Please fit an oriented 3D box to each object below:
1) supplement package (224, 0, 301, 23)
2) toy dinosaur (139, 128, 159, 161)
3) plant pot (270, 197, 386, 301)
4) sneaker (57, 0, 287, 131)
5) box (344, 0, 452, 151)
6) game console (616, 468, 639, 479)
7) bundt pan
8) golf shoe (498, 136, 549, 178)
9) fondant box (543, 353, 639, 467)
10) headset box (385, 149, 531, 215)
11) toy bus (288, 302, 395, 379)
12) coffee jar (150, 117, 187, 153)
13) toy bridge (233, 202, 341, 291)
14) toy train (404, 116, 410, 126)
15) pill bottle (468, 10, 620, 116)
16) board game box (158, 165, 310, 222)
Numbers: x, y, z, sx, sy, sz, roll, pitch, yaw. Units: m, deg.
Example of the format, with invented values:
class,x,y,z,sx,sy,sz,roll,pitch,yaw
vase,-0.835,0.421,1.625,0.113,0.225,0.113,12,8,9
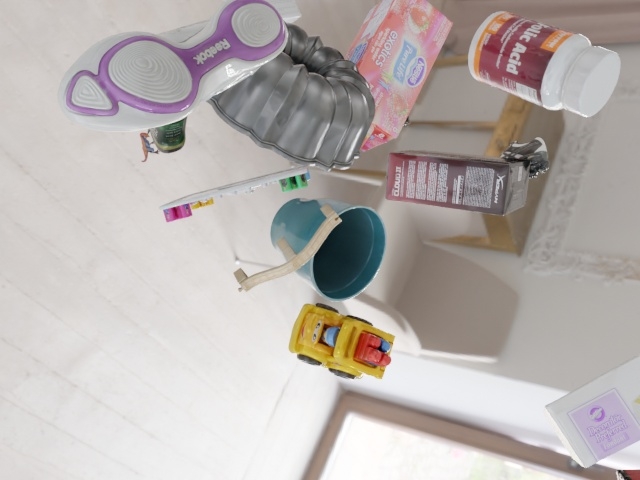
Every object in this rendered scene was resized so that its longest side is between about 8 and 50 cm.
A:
class,x,y,z,sx,sy,sz,roll,pitch,yaw
supplement package,-0.184,-0.700,1.852,0.134,0.139,0.244,-29,97,-48
toy dinosaur,-0.462,-0.254,1.780,0.090,0.047,0.082,-56,151,-3
plant pot,0.000,0.000,1.874,0.271,0.255,0.272,-18,119,-36
sneaker,-0.180,-0.200,0.829,0.305,0.152,0.114,-31,97,-33
box,0.132,-0.358,1.401,0.142,0.154,0.300,32,74,-19
game console,0.483,0.400,0.989,0.144,0.124,0.085,11,75,-78
bundt pan,-0.044,-0.268,1.125,0.331,0.331,0.124,-15,146,-54
golf shoe,0.458,-0.186,1.609,0.077,0.198,0.094,32,56,-38
fondant box,0.462,0.236,0.993,0.096,0.238,0.330,62,8,23
headset box,0.293,-0.137,1.482,0.218,0.293,0.110,-17,114,-61
toy bus,0.065,0.242,1.556,0.220,0.211,0.149,25,77,-23
coffee jar,-0.366,-0.288,1.603,0.079,0.184,0.096,-21,74,-21
toy bridge,-0.047,0.020,1.000,0.188,0.063,0.026,-37,127,-2
toy train,0.181,-0.341,1.577,0.036,0.027,0.158,20,54,-77
pill bottle,0.654,-0.520,1.973,0.224,0.392,0.224,-27,134,-31
board game box,-0.216,-0.138,1.868,0.390,0.390,0.050,-87,163,-81
